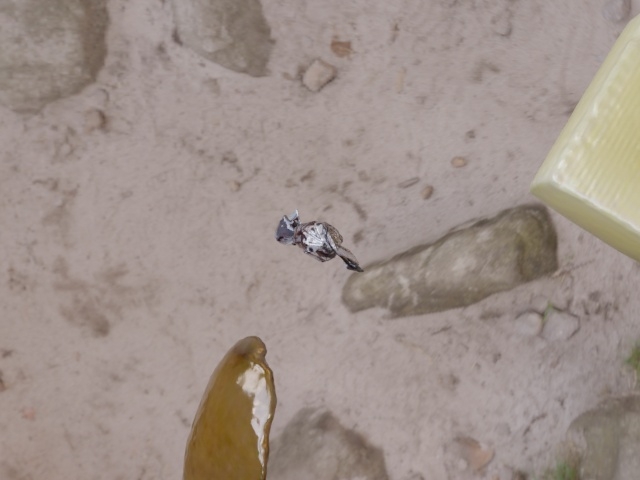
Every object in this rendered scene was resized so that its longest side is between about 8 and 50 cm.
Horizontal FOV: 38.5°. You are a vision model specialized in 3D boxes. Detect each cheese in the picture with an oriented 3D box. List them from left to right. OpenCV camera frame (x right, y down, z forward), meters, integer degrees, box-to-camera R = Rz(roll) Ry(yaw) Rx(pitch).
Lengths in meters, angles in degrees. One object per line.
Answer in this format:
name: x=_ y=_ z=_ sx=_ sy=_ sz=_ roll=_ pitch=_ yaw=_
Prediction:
cheese: x=0.423 y=-0.111 z=1.116 sx=0.242 sy=0.124 sz=0.265 roll=32 pitch=81 yaw=7

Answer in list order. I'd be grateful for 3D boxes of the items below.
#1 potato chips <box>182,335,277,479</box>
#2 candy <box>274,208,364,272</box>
potato chips: x=-0.089 y=0.185 z=0.841 sx=0.150 sy=0.049 sz=0.202 roll=47 pitch=121 yaw=52
candy: x=0.000 y=0.001 z=1.174 sx=0.094 sy=0.226 sz=0.051 roll=30 pitch=87 yaw=-13
